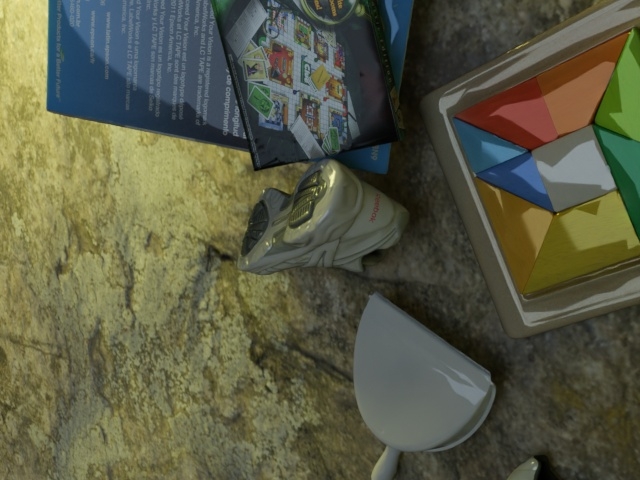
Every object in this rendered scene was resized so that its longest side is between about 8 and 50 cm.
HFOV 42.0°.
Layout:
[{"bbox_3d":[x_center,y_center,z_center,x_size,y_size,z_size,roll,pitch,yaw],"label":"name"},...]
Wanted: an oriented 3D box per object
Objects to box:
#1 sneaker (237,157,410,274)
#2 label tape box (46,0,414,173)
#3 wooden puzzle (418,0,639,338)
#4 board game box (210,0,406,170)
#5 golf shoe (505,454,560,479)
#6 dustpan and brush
[{"bbox_3d":[0.000,0.000,0.787,0.232,0.115,0.090,-15,56,63],"label":"sneaker"},{"bbox_3d":[-0.077,-0.218,0.771,0.347,0.115,0.249,12,109,14],"label":"label tape box"},{"bbox_3d":[0.196,-0.052,0.638,0.238,0.044,0.221,-25,84,41],"label":"wooden puzzle"},{"bbox_3d":[-0.023,-0.196,0.683,0.136,0.030,0.260,-9,102,23],"label":"board game box"},{"bbox_3d":[0.219,0.249,0.676,0.176,0.069,0.086,35,114,28],"label":"golf shoe"},{"bbox_3d":[0.077,0.168,0.791,0.147,0.060,0.211,35,114,31],"label":"dustpan and brush"}]
